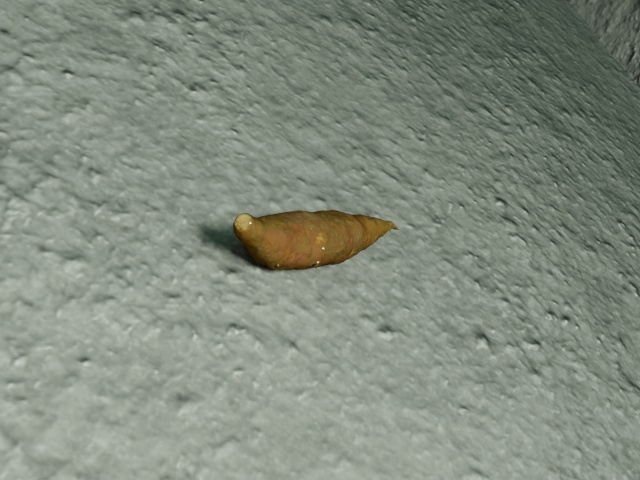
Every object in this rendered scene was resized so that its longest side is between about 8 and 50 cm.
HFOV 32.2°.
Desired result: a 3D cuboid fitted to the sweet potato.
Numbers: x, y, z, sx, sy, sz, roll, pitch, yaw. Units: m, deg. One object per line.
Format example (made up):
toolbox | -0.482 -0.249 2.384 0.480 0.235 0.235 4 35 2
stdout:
sweet potato | 0.000 0.000 1.208 0.314 0.066 0.072 -1 59 -55
